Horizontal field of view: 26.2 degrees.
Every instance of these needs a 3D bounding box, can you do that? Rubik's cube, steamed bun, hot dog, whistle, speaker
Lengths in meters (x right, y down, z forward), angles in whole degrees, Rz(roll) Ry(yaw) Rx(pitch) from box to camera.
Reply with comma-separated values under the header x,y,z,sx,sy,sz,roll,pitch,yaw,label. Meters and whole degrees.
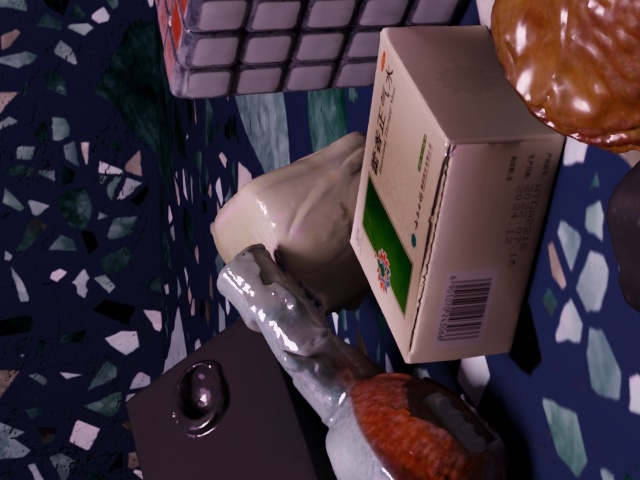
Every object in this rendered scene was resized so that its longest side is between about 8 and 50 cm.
x,y,z,sx,sy,sz,roll,pitch,yaw,label
-0.013,-0.276,1.126,0.238,0.237,0.237,111,151,-59,Rubik's cube
0.000,0.000,1.324,0.152,0.170,0.239,60,165,1,steamed bun
0.182,-0.171,0.683,0.272,0.122,0.196,111,148,-50,hot dog
0.041,0.136,1.140,0.346,0.142,0.133,48,129,24,whistle
-0.025,0.234,1.273,0.232,0.184,0.254,39,-159,-42,speaker

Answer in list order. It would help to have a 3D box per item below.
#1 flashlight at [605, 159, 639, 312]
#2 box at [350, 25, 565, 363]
x,y,z,sx,sy,sz,roll,pitch,yaw,label
0.255,0.026,0.507,0.424,0.103,0.103,-155,61,-67,flashlight
0.098,-0.038,1.074,0.168,0.095,0.212,-111,22,-50,box
